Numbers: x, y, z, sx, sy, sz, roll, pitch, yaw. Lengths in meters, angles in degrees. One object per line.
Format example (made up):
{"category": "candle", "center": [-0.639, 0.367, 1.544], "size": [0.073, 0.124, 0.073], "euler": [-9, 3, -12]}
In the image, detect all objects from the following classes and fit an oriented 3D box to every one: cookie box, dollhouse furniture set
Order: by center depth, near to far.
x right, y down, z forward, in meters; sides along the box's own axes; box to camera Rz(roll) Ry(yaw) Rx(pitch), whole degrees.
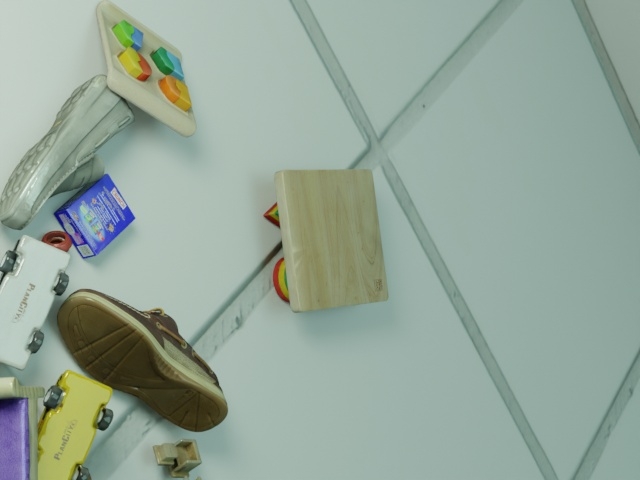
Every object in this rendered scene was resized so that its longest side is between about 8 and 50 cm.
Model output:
{"category": "dollhouse furniture set", "center": [-0.278, 0.400, 1.984], "size": [0.182, 0.101, 0.161], "euler": [14, 48, -46]}
{"category": "cookie box", "center": [-0.358, -0.039, 1.991], "size": [0.107, 0.040, 0.092], "euler": [-48, 118, -41]}

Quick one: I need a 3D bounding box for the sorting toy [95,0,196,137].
{"category": "sorting toy", "center": [-0.284, -0.289, 2.068], "size": [0.193, 0.038, 0.208], "euler": [33, 32, -40]}

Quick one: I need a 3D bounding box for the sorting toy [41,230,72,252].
{"category": "sorting toy", "center": [-0.420, 0.026, 1.909], "size": [0.102, 0.061, 0.042], "euler": [-33, 142, -39]}

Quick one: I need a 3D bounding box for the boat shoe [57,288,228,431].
{"category": "boat shoe", "center": [-0.281, 0.173, 2.002], "size": [0.342, 0.123, 0.123], "euler": [40, 25, -29]}

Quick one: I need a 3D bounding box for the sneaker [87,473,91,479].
{"category": "sneaker", "center": [-0.397, 0.422, 1.837], "size": [0.086, 0.064, 0.192], "euler": [31, 64, -46]}

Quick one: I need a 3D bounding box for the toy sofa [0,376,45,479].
{"category": "toy sofa", "center": [-0.464, 0.367, 1.662], "size": [0.177, 0.150, 0.363], "euler": [39, 48, -76]}

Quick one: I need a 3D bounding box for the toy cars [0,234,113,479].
{"category": "toy cars", "center": [-0.416, 0.192, 1.847], "size": [0.176, 0.087, 0.394], "euler": [-18, 92, -28]}

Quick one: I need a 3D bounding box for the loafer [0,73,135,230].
{"category": "loafer", "center": [-0.383, -0.126, 1.928], "size": [0.111, 0.112, 0.319], "euler": [46, 50, -22]}

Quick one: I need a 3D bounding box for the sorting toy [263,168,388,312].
{"category": "sorting toy", "center": [0.000, 0.000, 2.349], "size": [0.255, 0.089, 0.257], "euler": [-4, 86, -48]}
